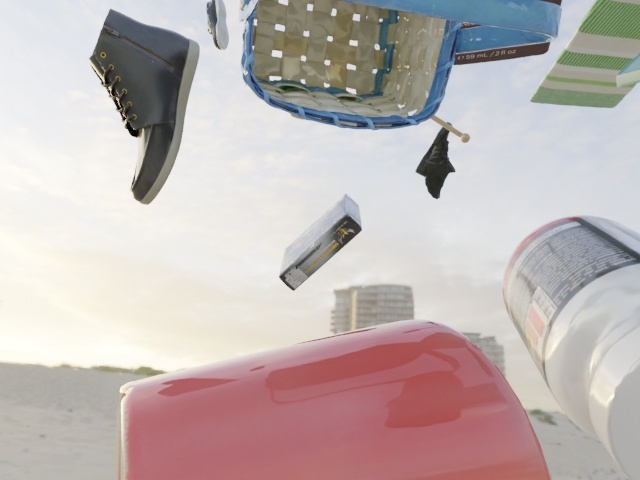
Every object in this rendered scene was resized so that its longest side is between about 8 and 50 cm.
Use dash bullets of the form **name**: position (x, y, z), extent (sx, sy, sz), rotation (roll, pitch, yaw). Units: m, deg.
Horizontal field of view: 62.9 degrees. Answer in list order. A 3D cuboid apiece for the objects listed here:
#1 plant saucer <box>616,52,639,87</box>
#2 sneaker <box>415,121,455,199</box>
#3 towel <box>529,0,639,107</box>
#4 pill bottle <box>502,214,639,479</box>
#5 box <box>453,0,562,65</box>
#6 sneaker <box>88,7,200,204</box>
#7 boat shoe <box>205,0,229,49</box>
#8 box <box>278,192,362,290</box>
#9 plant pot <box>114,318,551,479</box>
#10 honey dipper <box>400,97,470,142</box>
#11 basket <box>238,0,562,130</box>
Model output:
- **plant saucer**: position (0.408, -0.215, 0.598), extent (0.018, 0.067, 0.192), rotation (44, 9, -6)
- **sneaker**: position (0.293, -0.192, 1.262), extent (0.089, 0.170, 0.051), rotation (33, 20, 7)
- **towel**: position (0.659, -0.432, 1.173), extent (0.247, 0.038, 0.325), rotation (1, -32, -11)
- **pill bottle**: position (0.348, 0.105, 0.601), extent (0.210, 0.210, 0.363), rotation (0, 14, 8)
- **box**: position (0.285, -0.422, 0.840), extent (0.168, 0.167, 0.203), rotation (-5, -26, 9)
- **sneaker**: position (-0.231, -0.160, 0.639), extent (0.118, 0.222, 0.083), rotation (15, -12, -30)
- **boat shoe**: position (-0.224, -0.461, 1.120), extent (0.038, 0.125, 0.046), rotation (-11, -11, 18)
- **box**: position (0.000, 0.000, 1.300), extent (0.231, 0.183, 0.056), rotation (-42, -76, 15)
- **plant pot**: position (-0.019, 0.193, 0.379), extent (0.243, 0.275, 0.275), rotation (2, -20, -22)
- **honey dipper**: position (0.208, -0.230, 0.967), extent (0.160, 0.030, 0.030), rotation (34, -21, 7)
- **basket**: position (0.045, -0.212, 0.516), extent (0.254, 0.201, 0.289), rotation (3, 10, -18)
